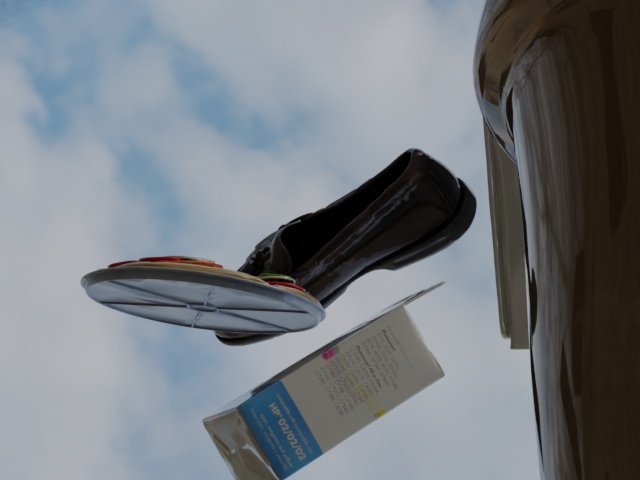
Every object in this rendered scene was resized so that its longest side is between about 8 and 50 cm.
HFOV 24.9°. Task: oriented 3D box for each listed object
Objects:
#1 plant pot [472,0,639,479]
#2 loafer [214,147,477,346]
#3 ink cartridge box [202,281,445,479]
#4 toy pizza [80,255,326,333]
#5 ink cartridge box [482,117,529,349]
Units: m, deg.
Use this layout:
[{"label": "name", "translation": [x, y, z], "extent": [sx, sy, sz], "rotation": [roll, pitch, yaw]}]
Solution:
[{"label": "plant pot", "translation": [0.169, 0.016, 0.492], "extent": [0.263, 0.263, 0.229], "rotation": [-1, -115, 31]}, {"label": "loafer", "translation": [0.000, 0.000, 1.396], "extent": [0.302, 0.095, 0.109], "rotation": [-27, -142, 22]}, {"label": "ink cartridge box", "translation": [0.015, 0.104, 1.040], "extent": [0.061, 0.181, 0.104], "rotation": [60, -22, 0]}, {"label": "toy pizza", "translation": [-0.094, 0.041, 1.185], "extent": [0.201, 0.201, 0.032], "rotation": [-2, -107, 31]}, {"label": "ink cartridge box", "translation": [0.352, -0.059, 1.318], "extent": [0.384, 0.160, 0.279], "rotation": [-3, -82, 13]}]
